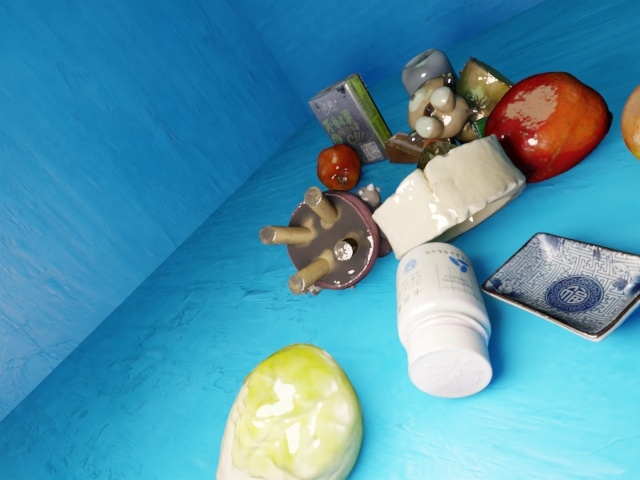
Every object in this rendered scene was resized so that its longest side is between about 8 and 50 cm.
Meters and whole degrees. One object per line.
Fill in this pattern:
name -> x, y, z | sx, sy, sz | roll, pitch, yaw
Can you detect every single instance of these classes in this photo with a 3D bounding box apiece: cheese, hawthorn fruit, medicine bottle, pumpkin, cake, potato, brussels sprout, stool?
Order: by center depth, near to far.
brussels sprout -> -0.057, 0.335, 0.754 | 0.274, 0.242, 0.316 | -24, 29, 41
medicine bottle -> 0.236, 0.145, 0.803 | 0.170, 0.170, 0.293 | -25, 27, 23
cheese -> 0.299, -0.092, 0.977 | 0.332, 0.153, 0.292 | -26, -16, -19
stool -> 0.000, 0.000, 1.043 | 0.272, 0.272, 0.178 | -24, -10, 26
hawthorn fruit -> 0.548, -0.268, 1.054 | 0.307, 0.265, 0.265 | -48, 22, 8
pumpkin -> 0.359, -0.229, 1.340 | 0.111, 0.163, 0.278 | -51, 27, -19
potato -> 0.555, -0.454, 1.420 | 0.237, 0.301, 0.289 | -56, -11, 34
cake -> 0.375, -0.381, 1.686 | 0.116, 0.112, 0.295 | -44, 30, -12
hawthorn fruit -> 0.087, -0.301, 1.806 | 0.211, 0.211, 0.299 | -30, 33, 14

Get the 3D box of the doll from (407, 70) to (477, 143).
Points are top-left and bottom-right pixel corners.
doll -> 0.381, -0.420, 1.323 | 0.330, 0.174, 0.235 | -93, 21, -62

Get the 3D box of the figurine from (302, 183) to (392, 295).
figurine -> 0.080, 0.015, 1.233 | 0.380, 0.248, 0.203 | -47, 38, 9

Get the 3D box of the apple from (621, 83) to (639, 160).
apple -> 0.754, -0.259, 0.822 | 0.261, 0.194, 0.261 | -32, 23, 15

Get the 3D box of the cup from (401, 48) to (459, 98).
cup -> 0.483, -0.621, 1.713 | 0.205, 0.312, 0.205 | -31, 26, 17

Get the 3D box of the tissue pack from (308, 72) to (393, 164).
tissue pack -> 0.151, -0.541, 1.909 | 0.288, 0.394, 0.124 | -4, 39, 52

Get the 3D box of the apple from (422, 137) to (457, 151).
apple -> 0.430, -0.334, 1.489 | 0.126, 0.126, 0.102 | -35, 2, 3

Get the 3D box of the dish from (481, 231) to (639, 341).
dish -> 0.445, 0.089, 0.733 | 0.182, 0.080, 0.243 | -41, 26, -9

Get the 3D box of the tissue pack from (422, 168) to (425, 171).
tissue pack -> 0.279, -0.156, 1.071 | 0.123, 0.026, 0.193 | -23, -17, -25

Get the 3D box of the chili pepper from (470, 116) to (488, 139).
chili pepper -> 0.613, -0.351, 1.255 | 0.271, 0.136, 0.099 | -21, 19, 12
